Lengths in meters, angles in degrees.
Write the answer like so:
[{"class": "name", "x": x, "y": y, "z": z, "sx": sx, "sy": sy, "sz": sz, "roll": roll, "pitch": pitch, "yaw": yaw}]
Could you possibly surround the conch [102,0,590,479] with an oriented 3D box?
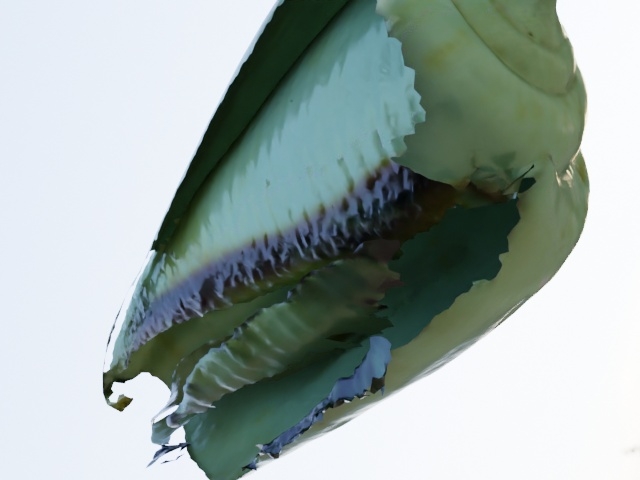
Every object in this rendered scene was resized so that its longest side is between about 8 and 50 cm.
[{"class": "conch", "x": 0.002, "y": 0.004, "z": 0.553, "sx": 0.250, "sy": 0.143, "sz": 0.137, "roll": -51, "pitch": -26, "yaw": 12}]
